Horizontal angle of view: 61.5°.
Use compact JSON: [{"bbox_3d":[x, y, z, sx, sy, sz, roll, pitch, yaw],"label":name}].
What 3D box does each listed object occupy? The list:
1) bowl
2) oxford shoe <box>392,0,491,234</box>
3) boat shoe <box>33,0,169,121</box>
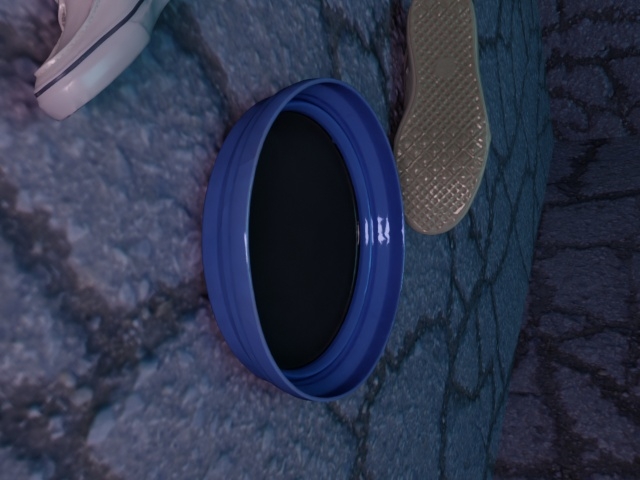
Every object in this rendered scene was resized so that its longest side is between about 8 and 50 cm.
[{"bbox_3d":[0.000,0.000,0.681,0.391,0.077,0.391,1,88,-59],"label":"bowl"},{"bbox_3d":[0.219,-0.233,0.984,0.130,0.169,0.449,20,71,-80],"label":"oxford shoe"},{"bbox_3d":[-0.169,-0.185,0.413,0.076,0.083,0.226,47,39,-35],"label":"boat shoe"}]
